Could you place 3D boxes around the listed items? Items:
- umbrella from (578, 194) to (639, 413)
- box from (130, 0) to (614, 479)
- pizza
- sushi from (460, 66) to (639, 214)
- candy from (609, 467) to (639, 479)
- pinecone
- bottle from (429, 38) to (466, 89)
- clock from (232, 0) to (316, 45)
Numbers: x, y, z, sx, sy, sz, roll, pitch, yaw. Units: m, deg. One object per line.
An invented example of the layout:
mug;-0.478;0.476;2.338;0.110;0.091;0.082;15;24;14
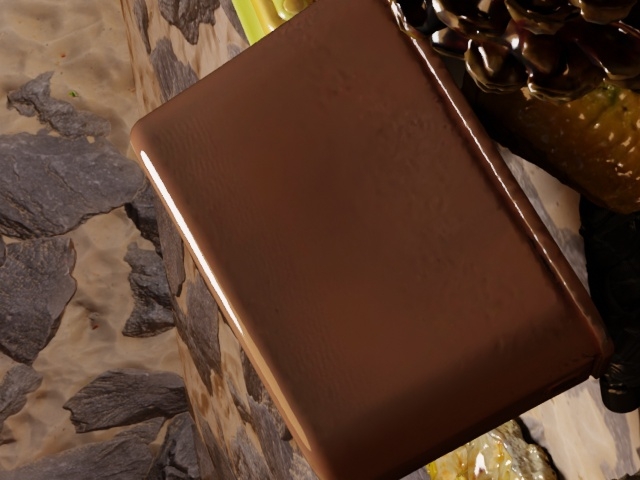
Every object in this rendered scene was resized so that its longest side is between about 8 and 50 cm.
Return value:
umbrella;0.244;0.049;1.075;0.071;0.080;0.224;14;130;30
box;0.038;0.006;1.039;0.339;0.229;0.239;59;180;14
pizza;0.177;0.257;1.465;0.297;0.071;0.189;-130;29;-57
sushi;0.186;-0.123;1.000;0.149;0.140;0.287;41;-179;-29
candy;0.267;0.252;1.140;0.095;0.085;0.110;117;141;-53
pinecone;0.153;-0.221;0.838;0.257;0.243;0.243;97;154;-52
bottle;0.115;-0.167;1.225;0.233;0.110;0.110;95;155;-49
clock;0.024;-0.243;1.295;0.096;0.202;0.143;105;146;-60
